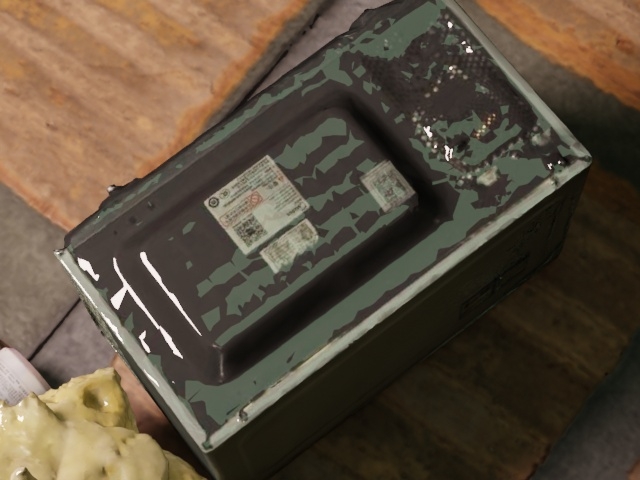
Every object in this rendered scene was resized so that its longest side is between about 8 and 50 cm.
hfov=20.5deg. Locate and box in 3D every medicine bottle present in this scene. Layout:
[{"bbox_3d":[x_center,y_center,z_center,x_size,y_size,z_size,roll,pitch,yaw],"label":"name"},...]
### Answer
[{"bbox_3d":[-0.227,0.118,1.197,0.089,0.052,0.052,-42,77,-14],"label":"medicine bottle"}]

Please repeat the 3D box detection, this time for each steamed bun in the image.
[{"bbox_3d":[-0.184,0.214,1.098,0.292,0.137,0.295,24,80,-3],"label":"steamed bun"}]

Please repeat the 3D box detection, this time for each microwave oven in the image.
[{"bbox_3d":[0.000,0.000,1.153,0.295,0.237,0.181,-36,74,-9],"label":"microwave oven"}]
